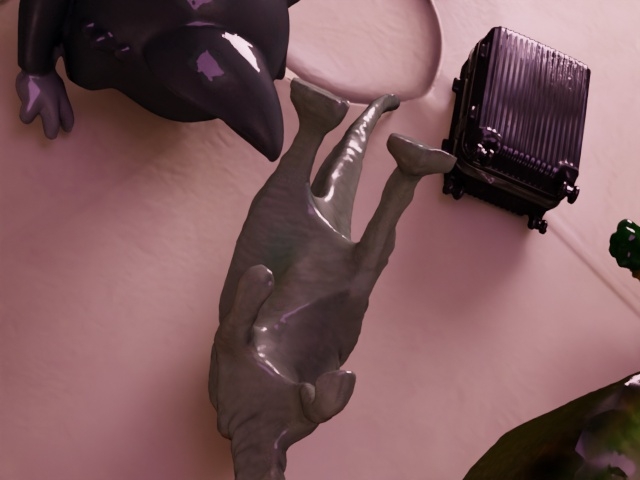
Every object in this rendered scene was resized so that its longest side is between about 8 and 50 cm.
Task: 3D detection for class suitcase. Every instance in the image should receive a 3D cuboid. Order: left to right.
[{"bbox_3d":[0.129,-0.075,1.081,0.086,0.059,0.126,22,53,-13],"label":"suitcase"}]

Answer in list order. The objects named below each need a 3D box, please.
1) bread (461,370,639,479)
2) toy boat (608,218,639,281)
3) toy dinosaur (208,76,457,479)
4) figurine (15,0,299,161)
[{"bbox_3d":[0.212,0.247,0.851,0.382,0.129,0.366,-7,72,-39],"label":"bread"},{"bbox_3d":[0.285,0.054,1.054,0.229,0.089,0.088,36,31,9],"label":"toy boat"},{"bbox_3d":[0.000,0.000,0.914,0.092,0.205,0.393,15,29,-7],"label":"toy dinosaur"},{"bbox_3d":[-0.122,-0.172,0.974,0.265,0.140,0.193,50,32,-22],"label":"figurine"}]
